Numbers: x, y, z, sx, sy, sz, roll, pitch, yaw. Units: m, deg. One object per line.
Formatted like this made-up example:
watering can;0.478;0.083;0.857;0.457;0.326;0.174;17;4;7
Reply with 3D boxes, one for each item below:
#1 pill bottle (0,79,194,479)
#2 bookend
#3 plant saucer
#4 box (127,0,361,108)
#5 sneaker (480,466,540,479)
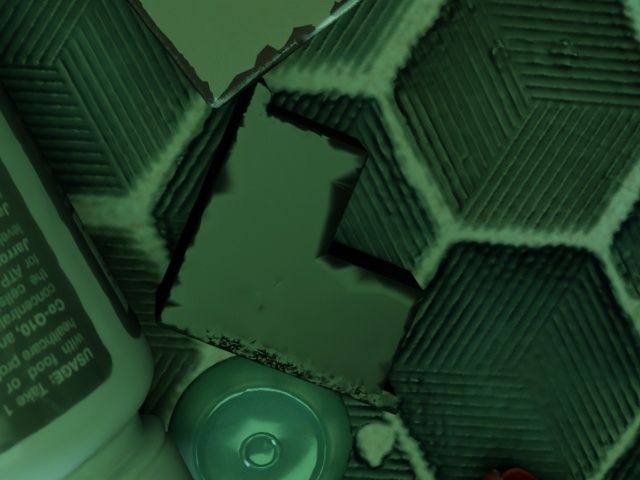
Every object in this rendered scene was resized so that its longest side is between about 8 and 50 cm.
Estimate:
pill bottle;-0.221;0.041;0.893;0.204;0.204;0.361;-27;102;2
bookend;0.000;0.000;0.968;0.156;0.072;0.157;21;99;-9
plant saucer;-0.038;0.131;1.020;0.119;0.021;0.119;-1;103;-4
box;-0.101;-0.281;0.867;0.191;0.143;0.381;-37;101;4
sneaker;0.067;0.207;1.011;0.270;0.090;0.145;13;100;-11
